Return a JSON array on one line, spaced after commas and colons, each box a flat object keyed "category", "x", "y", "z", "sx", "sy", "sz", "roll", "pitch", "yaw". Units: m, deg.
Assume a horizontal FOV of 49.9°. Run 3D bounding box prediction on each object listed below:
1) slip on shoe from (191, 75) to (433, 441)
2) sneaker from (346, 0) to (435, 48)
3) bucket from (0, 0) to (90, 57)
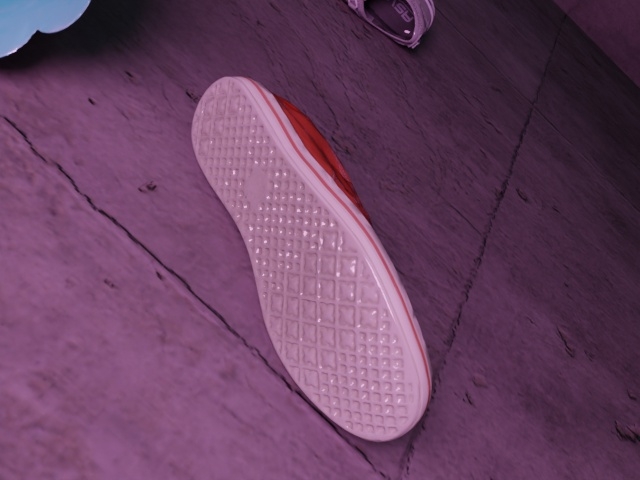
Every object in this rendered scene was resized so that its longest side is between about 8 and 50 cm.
[{"category": "slip on shoe", "x": 0.000, "y": 0.000, "z": 0.554, "sx": 0.101, "sy": 0.123, "sz": 0.331, "roll": 7, "pitch": 46, "yaw": -47}, {"category": "sneaker", "x": 0.066, "y": -0.400, "z": 1.024, "sx": 0.281, "sy": 0.105, "sz": 0.115, "roll": 34, "pitch": 36, "yaw": -18}, {"category": "bucket", "x": -0.249, "y": -0.284, "z": 0.450, "sx": 0.281, "sy": 0.281, "sz": 0.183, "roll": 22, "pitch": 36, "yaw": -31}]
